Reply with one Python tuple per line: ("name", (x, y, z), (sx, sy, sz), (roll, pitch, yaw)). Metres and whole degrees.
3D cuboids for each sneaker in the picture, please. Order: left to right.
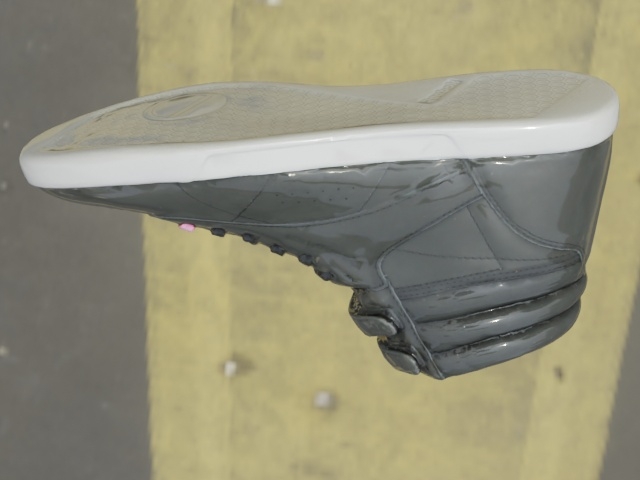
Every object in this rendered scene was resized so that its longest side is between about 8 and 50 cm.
("sneaker", (0.000, 0.000, 0.955), (0.296, 0.104, 0.147), (-2, 114, 7))
